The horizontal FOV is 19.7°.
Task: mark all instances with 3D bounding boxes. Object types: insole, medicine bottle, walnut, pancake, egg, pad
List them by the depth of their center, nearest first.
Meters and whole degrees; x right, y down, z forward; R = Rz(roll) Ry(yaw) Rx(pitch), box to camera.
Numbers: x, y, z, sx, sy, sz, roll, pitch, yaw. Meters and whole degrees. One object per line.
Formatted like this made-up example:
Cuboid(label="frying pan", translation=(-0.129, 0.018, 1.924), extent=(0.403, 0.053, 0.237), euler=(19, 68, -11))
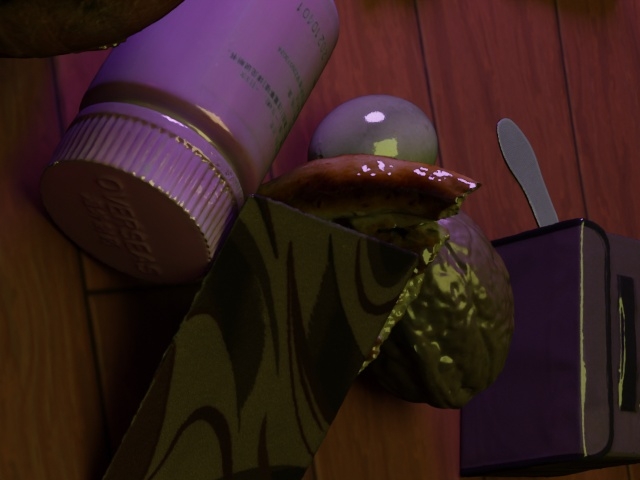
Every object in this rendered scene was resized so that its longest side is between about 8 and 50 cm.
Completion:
Cuboid(label="pad", translation=(-0.057, 0.129, 1.657), extent=(0.220, 0.004, 0.330), euler=(19, 103, -40))
Cuboid(label="medicine bottle", translation=(-0.114, -0.122, 1.658), extent=(0.178, 0.178, 0.291), euler=(45, 54, -28))
Cuboid(label="pancake", translation=(0.000, 0.000, 1.742), extent=(0.212, 0.056, 0.257), euler=(34, 88, 10))
Cuboid(label="walnut", translation=(0.106, 0.068, 1.840), extent=(0.178, 0.178, 0.230), euler=(-37, 115, -41))
Cuboid(label="egg", translation=(0.052, -0.089, 1.855), extent=(0.152, 0.114, 0.114), euler=(-21, 96, -44))
Cuboid(label="insole", translation=(0.239, -0.072, 2.111), extent=(0.053, 0.002, 0.153), euler=(-35, 106, -42))

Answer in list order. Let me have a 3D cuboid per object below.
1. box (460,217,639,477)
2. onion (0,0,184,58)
Cuboid(label="box", translation=(0.261, 0.125, 1.972), extent=(0.153, 0.188, 0.252), euler=(11, 72, -40))
Cuboid(label="onion", translation=(-0.243, -0.306, 1.484), extent=(0.353, 0.353, 0.354), euler=(10, 75, -42))
